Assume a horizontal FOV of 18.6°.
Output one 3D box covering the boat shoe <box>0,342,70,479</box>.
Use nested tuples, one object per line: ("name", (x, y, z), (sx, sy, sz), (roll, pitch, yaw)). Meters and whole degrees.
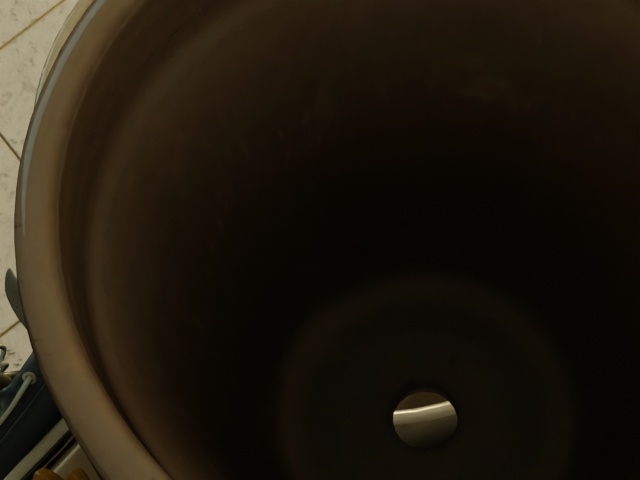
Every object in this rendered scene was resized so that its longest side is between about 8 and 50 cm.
("boat shoe", (-0.194, 0.105, 1.268), (0.254, 0.079, 0.095), (-46, 4, 11))

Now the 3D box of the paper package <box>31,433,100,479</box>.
("paper package", (-0.095, 0.170, 1.382), (0.325, 0.168, 0.309), (-47, 4, -14))

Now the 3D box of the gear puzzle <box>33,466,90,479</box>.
("gear puzzle", (-0.220, 0.219, 1.196), (0.339, 0.175, 0.044), (-39, 0, 37))

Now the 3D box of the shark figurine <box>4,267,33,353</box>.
("shark figurine", (-0.158, 0.037, 1.379), (0.278, 0.116, 0.166), (-47, 4, 29))

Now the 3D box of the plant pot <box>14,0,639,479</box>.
("plant pot", (0.043, 0.032, 0.681), (0.263, 0.263, 0.229), (-48, -17, -16))

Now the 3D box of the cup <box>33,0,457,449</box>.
("cup", (0.000, 0.000, 1.137), (0.331, 0.331, 0.237), (-48, -13, -26))
